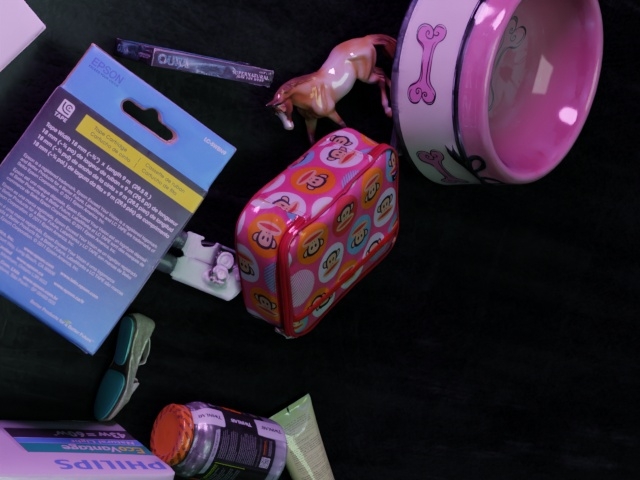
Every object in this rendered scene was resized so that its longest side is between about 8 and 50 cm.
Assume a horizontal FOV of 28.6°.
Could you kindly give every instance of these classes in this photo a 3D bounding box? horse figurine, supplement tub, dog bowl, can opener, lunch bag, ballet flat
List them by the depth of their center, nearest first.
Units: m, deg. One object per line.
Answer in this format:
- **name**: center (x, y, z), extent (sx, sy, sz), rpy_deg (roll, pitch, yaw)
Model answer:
- **can opener**: center (-0.229, 0.010, 1.803), extent (0.280, 0.093, 0.074), rpy_deg (23, 88, -27)
- **ballet flat**: center (-0.280, 0.189, 1.831), extent (0.052, 0.057, 0.168), rpy_deg (16, 95, -45)
- **lunch bag**: center (0.000, 0.000, 1.874), extent (0.293, 0.120, 0.258), rpy_deg (-43, 146, -35)
- **supplement tub**: center (-0.155, 0.312, 1.908), extent (0.190, 0.117, 0.117), rpy_deg (21, 91, -36)
- **horse figurine**: center (0.040, -0.231, 1.914), extent (0.263, 0.066, 0.174), rpy_deg (-43, 127, -15)
- **dog bowl**: center (0.292, -0.267, 1.951), extent (0.408, 0.150, 0.407), rpy_deg (-23, 122, -43)

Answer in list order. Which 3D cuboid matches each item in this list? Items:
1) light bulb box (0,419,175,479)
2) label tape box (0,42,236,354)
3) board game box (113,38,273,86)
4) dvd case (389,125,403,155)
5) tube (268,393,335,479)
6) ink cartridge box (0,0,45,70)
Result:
- **light bulb box**: center (-0.426, 0.442, 1.701), extent (0.358, 0.225, 0.360), rpy_deg (7, 99, -34)
- **label tape box**: center (-0.307, -0.053, 1.666), extent (0.241, 0.106, 0.333), rpy_deg (37, 82, -12)
- **board game box**: center (-0.175, -0.245, 1.732), extent (0.186, 0.126, 0.026), rpy_deg (6, 100, -35)
- **dvd case**: center (0.196, -0.224, 1.997), extent (0.221, 0.018, 0.164), rpy_deg (-13, 120, -46)
- **tube**: center (-0.017, 0.373, 2.056), extent (0.070, 0.062, 0.240), rpy_deg (-62, 136, -61)
- **ink cartridge box**: center (-0.452, -0.289, 1.472), extent (0.100, 0.237, 0.172), rpy_deg (-48, 123, -16)
